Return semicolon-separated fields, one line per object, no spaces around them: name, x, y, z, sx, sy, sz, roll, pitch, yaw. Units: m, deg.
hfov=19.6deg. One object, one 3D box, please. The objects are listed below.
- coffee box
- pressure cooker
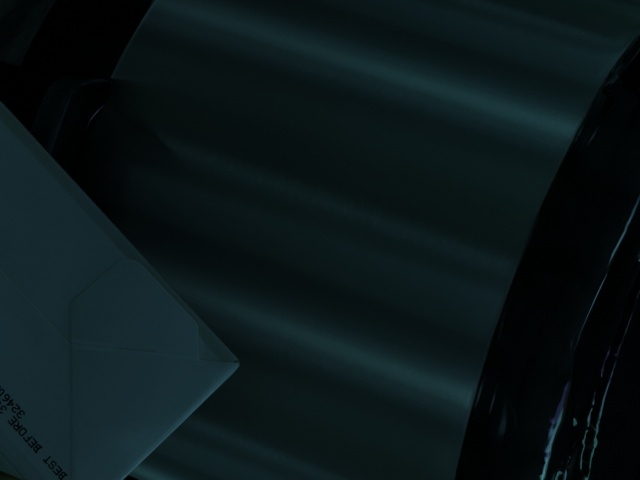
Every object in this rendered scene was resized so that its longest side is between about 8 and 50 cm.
coffee box;-0.184;0.080;0.900;0.119;0.168;0.297;-43;-179;-35
pressure cooker;0.003;-0.006;1.067;0.375;0.420;0.370;-54;155;-36
